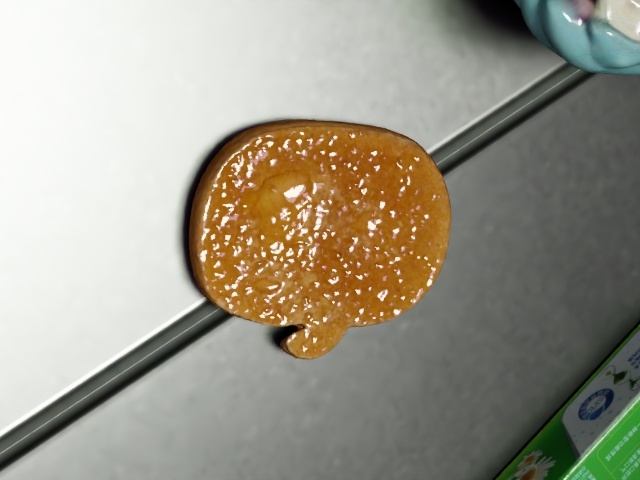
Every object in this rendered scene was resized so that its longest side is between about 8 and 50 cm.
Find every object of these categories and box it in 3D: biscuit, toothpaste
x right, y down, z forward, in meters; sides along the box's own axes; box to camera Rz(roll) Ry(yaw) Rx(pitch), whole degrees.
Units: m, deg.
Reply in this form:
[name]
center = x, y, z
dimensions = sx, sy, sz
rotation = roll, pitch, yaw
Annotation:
[biscuit]
center = 0.000, 0.000, 0.559
dimensions = 0.091, 0.015, 0.078
rotation = 6, 98, -25
[toothpaste]
center = 0.078, 0.103, 0.601
dimensions = 0.178, 0.037, 0.043
rotation = -45, 110, -12

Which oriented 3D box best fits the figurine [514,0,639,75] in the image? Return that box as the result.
[figurine]
center = 0.037, -0.137, 0.522
dimensions = 0.260, 0.103, 0.205
rotation = 11, 58, -24
